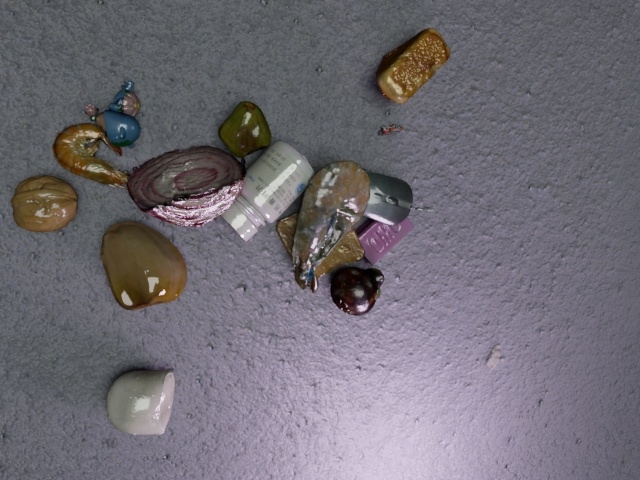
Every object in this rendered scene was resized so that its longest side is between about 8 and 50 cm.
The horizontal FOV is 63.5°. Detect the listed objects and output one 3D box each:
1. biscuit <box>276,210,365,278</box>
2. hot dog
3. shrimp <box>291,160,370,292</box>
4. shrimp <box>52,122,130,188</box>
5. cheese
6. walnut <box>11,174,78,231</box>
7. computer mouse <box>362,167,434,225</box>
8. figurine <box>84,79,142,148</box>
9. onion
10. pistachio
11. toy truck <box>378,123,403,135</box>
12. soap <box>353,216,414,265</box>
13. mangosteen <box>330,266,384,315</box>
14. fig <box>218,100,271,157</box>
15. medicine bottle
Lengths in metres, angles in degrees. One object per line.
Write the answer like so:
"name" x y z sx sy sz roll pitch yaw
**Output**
"biscuit" 0.000 0.000 1.667 0.232 0.013 0.236 -24 109 6
"hot dog" 0.275 -0.540 1.629 0.256 0.153 0.150 -46 106 -9
"shrimp" 0.019 -0.041 1.593 0.221 0.110 0.445 7 117 -32
"shrimp" -0.607 -0.224 1.430 0.249 0.068 0.150 34 80 -20
"cheese" -0.534 0.480 1.531 0.189 0.154 0.197 9 97 -15
"walnut" -0.728 -0.097 1.371 0.167 0.149 0.166 0 72 1
"computer mouse" 0.188 -0.141 1.655 0.380 0.090 0.167 13 95 -2
"figurine" -0.558 -0.344 1.406 0.145 0.114 0.178 9 84 -16
"onion" -0.367 -0.150 1.444 0.315 0.280 0.146 -25 133 -19
"pistachio" -0.502 0.064 1.472 0.213 0.163 0.260 -22 93 -35
"toy truck" 0.231 -0.366 1.712 0.083 0.024 0.032 -10 132 -20
"soap" 0.203 -0.024 1.742 0.203 0.065 0.122 -42 110 -7
"mangosteen" 0.121 0.155 1.697 0.184 0.172 0.172 -40 110 -10
"fig" -0.220 -0.327 1.501 0.144 0.154 0.165 -47 157 -45
"medicine bottle" -0.167 -0.146 1.537 0.293 0.170 0.170 -45 110 -7
